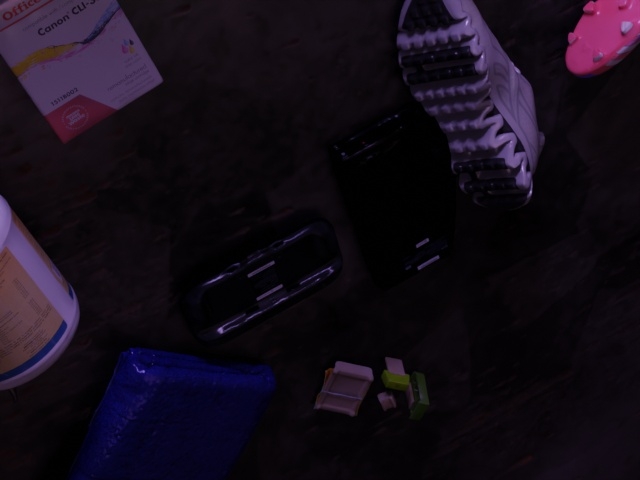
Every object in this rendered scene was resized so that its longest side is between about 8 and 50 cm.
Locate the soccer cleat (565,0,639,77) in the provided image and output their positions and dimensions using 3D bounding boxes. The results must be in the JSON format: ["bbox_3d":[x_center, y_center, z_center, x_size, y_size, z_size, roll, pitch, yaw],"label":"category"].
[{"bbox_3d":[0.386,-0.283,1.440,0.095,0.083,0.248,28,103,-46],"label":"soccer cleat"}]

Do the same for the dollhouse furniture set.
[{"bbox_3d":[0.067,0.189,1.622,0.151,0.059,0.076,13,123,-16],"label":"dollhouse furniture set"}]

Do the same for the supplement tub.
[{"bbox_3d":[-0.337,0.035,1.182,0.144,0.144,0.200,-33,133,-6],"label":"supplement tub"}]

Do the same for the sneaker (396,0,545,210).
[{"bbox_3d":[0.175,-0.175,1.384,0.118,0.110,0.292,-53,131,-33],"label":"sneaker"}]

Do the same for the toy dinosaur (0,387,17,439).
[{"bbox_3d":[-0.440,0.255,1.300,0.200,0.127,0.296,8,123,-43],"label":"toy dinosaur"}]

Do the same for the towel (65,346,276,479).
[{"bbox_3d":[-0.205,0.265,1.484,0.227,0.076,0.308,12,115,-44],"label":"towel"}]

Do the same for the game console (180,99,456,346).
[{"bbox_3d":[0.000,0.000,1.433,0.361,0.044,0.213,-29,131,-11],"label":"game console"}]

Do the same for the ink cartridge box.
[{"bbox_3d":[-0.242,-0.200,1.122,0.115,0.067,0.198,-34,133,-5],"label":"ink cartridge box"}]
